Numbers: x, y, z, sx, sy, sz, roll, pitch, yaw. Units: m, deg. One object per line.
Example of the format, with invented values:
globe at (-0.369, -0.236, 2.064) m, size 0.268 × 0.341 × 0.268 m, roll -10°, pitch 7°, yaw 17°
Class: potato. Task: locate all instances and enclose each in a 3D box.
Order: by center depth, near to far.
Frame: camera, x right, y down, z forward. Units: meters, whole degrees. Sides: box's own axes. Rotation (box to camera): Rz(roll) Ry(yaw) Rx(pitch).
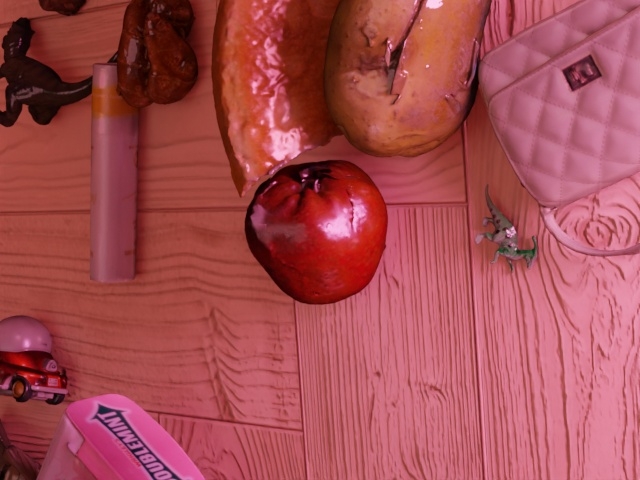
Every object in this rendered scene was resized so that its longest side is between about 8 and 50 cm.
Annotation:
potato at (0.087, -0.191, 1.368) m, size 0.143 × 0.169 × 0.248 m, roll 22°, pitch 111°, yaw 13°

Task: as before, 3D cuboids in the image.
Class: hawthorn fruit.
hawthorn fruit at (0.000, 0.000, 1.508) m, size 0.148 × 0.148 × 0.172 m, roll 26°, pitch 140°, yaw 39°

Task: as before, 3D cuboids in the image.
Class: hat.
hat at (-0.411, 0.308, 1.992) m, size 0.147 × 0.085 × 0.175 m, roll -67°, pitch 30°, yaw 26°

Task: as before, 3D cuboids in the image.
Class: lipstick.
lipstick at (-0.248, -0.080, 1.777) m, size 0.059 × 0.059 × 0.264 m, roll 12°, pitch 105°, yaw 42°

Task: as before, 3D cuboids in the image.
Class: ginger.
ginger at (-0.188, -0.229, 1.687) m, size 0.103 × 0.073 × 0.162 m, roll 12°, pitch 103°, yaw 42°

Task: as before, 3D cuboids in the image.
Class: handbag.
handbag at (0.263, -0.103, 1.272) m, size 0.256 × 0.079 × 0.219 m, roll -28°, pitch 80°, yaw 44°

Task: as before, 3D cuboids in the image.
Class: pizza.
pizza at (-0.011, -0.216, 1.462) m, size 0.074 × 0.182 × 0.366 m, roll -175°, pitch 94°, yaw -74°

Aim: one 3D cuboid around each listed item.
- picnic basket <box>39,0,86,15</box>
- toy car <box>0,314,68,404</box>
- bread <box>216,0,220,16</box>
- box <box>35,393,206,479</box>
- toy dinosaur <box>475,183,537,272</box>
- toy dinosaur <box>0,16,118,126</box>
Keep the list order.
picnic basket at (-0.346, -0.377, 1.833) m, size 0.110 × 0.054 × 0.193 m, roll -48°, pitch 65°, yaw 37°
toy car at (-0.392, 0.154, 1.927) m, size 0.139 × 0.112 × 0.112 m, roll 3°, pitch 82°, yaw 34°
bread at (-0.051, -0.220, 1.564) m, size 0.122 × 0.073 × 0.149 m, roll -23°, pitch 78°, yaw 49°
box at (-0.270, 0.378, 1.717) m, size 0.190 × 0.112 × 0.370 m, roll 44°, pitch 123°, yaw 31°
toy dinosaur at (0.178, -0.009, 1.402) m, size 0.062 × 0.021 × 0.083 m, roll 9°, pitch 106°, yaw 36°
toy dinosaur at (-0.350, -0.229, 1.835) m, size 0.187 × 0.087 × 0.179 m, roll 55°, pitch 130°, yaw 22°
